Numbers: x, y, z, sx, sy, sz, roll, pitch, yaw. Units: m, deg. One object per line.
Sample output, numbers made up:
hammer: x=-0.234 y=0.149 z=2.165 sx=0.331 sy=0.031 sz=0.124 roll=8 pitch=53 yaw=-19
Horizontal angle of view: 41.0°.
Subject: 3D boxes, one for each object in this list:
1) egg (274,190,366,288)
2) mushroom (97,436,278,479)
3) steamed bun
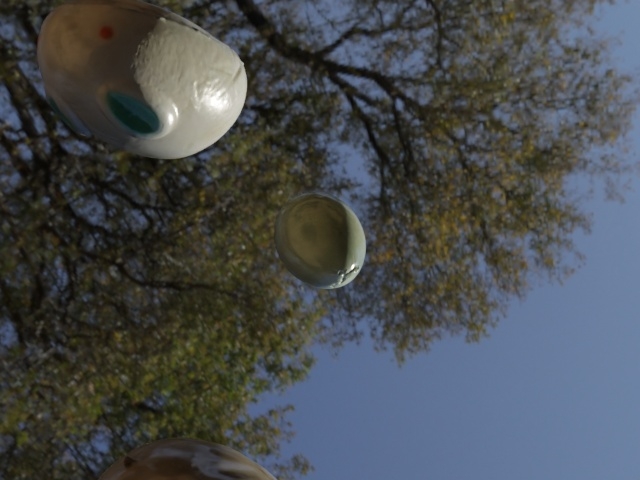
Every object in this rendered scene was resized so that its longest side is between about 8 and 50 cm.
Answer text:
egg: x=0.000 y=0.000 z=1.109 sx=0.114 sy=0.114 sz=0.152 roll=-28 pitch=-135 yaw=-9
mushroom: x=-0.120 y=0.310 z=0.630 sx=0.290 sy=0.292 sz=0.292 roll=-25 pitch=-136 yaw=-8
steamed bun: x=-0.181 y=-0.154 z=0.867 sx=0.177 sy=0.228 sz=0.130 roll=6 pitch=-97 yaw=28
